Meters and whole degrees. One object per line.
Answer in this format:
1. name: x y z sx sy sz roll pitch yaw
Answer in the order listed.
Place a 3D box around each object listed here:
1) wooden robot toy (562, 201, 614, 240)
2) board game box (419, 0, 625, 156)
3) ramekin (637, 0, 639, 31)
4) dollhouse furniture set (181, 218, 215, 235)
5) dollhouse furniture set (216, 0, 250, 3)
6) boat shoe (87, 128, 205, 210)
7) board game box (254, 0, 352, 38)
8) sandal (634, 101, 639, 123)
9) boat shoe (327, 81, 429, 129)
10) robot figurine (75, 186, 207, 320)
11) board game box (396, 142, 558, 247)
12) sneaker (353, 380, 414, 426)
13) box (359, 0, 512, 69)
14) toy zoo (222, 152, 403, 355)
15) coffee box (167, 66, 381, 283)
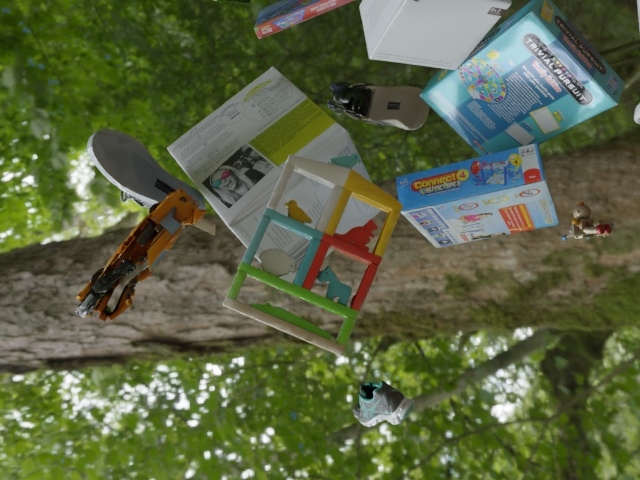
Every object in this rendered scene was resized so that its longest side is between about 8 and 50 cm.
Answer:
1. wooden robot toy: 0.577 -0.046 1.334 0.173 0.076 0.079 -4 -98 -37
2. board game box: 0.417 -0.322 1.333 0.254 0.336 0.079 41 -123 -13
3. ramekin: 0.584 -0.328 0.876 0.273 0.273 0.127 -63 -31 -59
4. dollhouse furniture set: -0.332 -0.018 1.601 0.114 0.081 0.091 28 -159 -23
5. dollhouse furniture set: -0.256 -0.587 1.134 0.197 0.302 0.151 -66 -5 25
6. boat shoe: -0.393 -0.132 1.371 0.306 0.105 0.113 33 -118 -44
7. board game box: 0.010 -0.472 1.208 0.145 0.281 0.027 -88 -23 -57
8. sandal: 0.530 -0.107 0.594 0.169 0.416 0.102 9 -95 -64
9. boat shoe: 0.166 -0.392 1.763 0.341 0.158 0.127 -3 -69 -52
10. robot figurine: -0.330 0.031 1.135 0.085 0.291 0.211 40 174 -13
11. board game box: 0.364 -0.088 1.416 0.308 0.302 0.086 33 -131 -61
12. sneaker: 0.094 0.274 1.077 0.076 0.166 0.065 44 -121 -5
13. box: 0.186 -0.395 1.046 0.182 0.181 0.119 131 136 -60
14. toy zoo: 0.000 0.000 0.936 0.030 0.192 0.293 129 165 -79
15. coffee box: -0.105 -0.153 1.559 0.334 0.338 0.337 47 174 35
